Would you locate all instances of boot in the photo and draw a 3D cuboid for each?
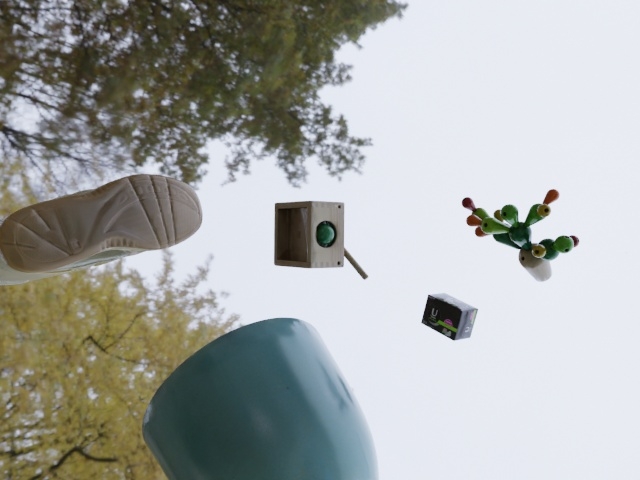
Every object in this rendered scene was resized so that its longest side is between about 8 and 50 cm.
[{"bbox_3d":[-0.299,-0.008,0.767,0.203,0.262,0.095,-12,-83,42],"label":"boot"}]

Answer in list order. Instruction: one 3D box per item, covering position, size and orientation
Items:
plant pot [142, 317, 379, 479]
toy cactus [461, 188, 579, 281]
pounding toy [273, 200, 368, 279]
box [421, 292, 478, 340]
[{"bbox_3d":[-0.060,0.293,0.839,0.293,0.293,0.235,-53,-127,16],"label":"plant pot"},{"bbox_3d":[0.351,-0.006,1.050,0.219,0.180,0.112,14,-121,51],"label":"toy cactus"},{"bbox_3d":[0.000,0.000,1.045,0.141,0.100,0.130,1,-89,53],"label":"pounding toy"},{"bbox_3d":[0.241,0.141,1.151,0.083,0.052,0.062,26,-70,47],"label":"box"}]
